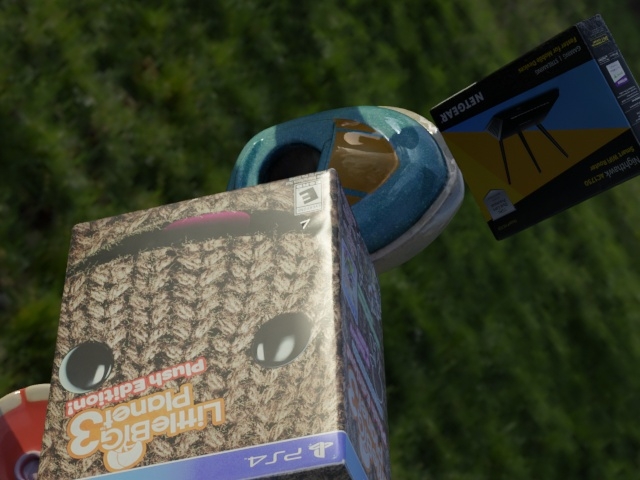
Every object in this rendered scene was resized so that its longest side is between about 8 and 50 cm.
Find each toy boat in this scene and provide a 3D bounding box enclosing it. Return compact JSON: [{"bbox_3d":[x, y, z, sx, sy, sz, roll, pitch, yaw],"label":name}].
[{"bbox_3d":[0.000,0.000,1.435,0.148,0.267,0.318,43,49,-45],"label":"toy boat"}]

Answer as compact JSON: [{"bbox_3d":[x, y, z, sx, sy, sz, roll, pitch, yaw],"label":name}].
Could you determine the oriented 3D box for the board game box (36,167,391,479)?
[{"bbox_3d":[-0.076,0.113,1.157,0.291,0.232,0.141,-92,165,-44],"label":"board game box"}]

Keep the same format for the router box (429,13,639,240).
[{"bbox_3d":[0.192,-0.092,1.270,0.046,0.179,0.133,-27,89,-44],"label":"router box"}]

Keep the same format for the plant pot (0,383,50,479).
[{"bbox_3d":[-0.297,0.305,1.785,0.275,0.275,0.243,61,-2,30],"label":"plant pot"}]
